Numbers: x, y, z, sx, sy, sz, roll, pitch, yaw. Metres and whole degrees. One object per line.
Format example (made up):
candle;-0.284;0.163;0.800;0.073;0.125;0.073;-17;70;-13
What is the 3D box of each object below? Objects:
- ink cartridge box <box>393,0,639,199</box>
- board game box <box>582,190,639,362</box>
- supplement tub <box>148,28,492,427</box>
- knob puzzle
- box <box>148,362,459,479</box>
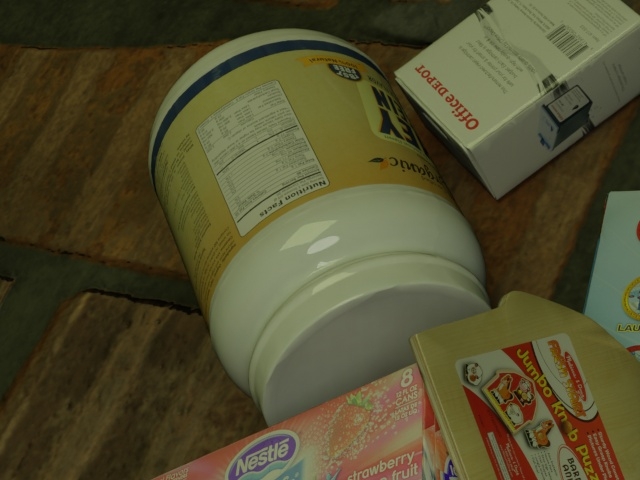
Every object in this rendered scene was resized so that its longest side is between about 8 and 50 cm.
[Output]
ink cartridge box;0.184;-0.149;1.463;0.191;0.082;0.139;-38;46;0
board game box;0.335;0.105;1.177;0.308;0.086;0.302;0;55;29
supplement tub;0.000;0.000;1.348;0.228;0.228;0.316;-30;47;5
knob puzzle;0.158;0.127;1.104;0.030;0.213;0.213;-37;32;51
box;0.006;0.220;1.168;0.300;0.154;0.142;-28;44;35
